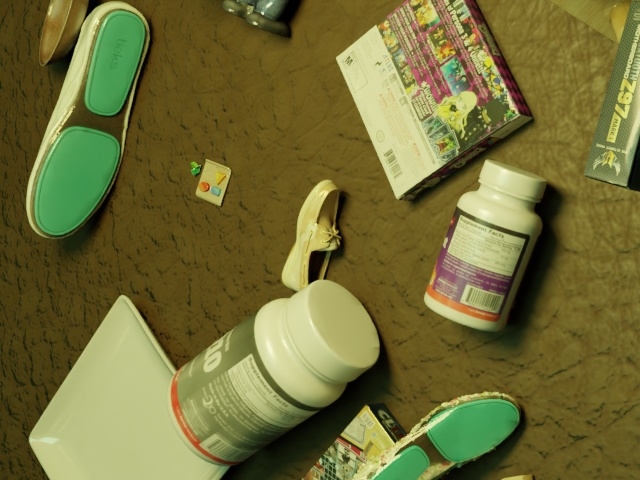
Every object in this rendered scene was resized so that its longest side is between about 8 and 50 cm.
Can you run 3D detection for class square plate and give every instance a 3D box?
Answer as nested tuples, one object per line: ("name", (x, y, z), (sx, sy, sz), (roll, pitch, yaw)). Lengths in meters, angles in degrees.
("square plate", (-0.298, 0.323, 1.886), (0.347, 0.049, 0.344), (50, 117, 30))

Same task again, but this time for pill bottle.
("pill bottle", (0.207, 0.004, 1.461), (0.108, 0.108, 0.193), (27, 103, 37))
("pill bottle", (-0.065, 0.180, 1.635), (0.283, 0.161, 0.161), (-38, 65, 31))

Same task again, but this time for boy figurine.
("boy figurine", (-0.051, -0.446, 1.713), (0.177, 0.092, 0.285), (32, 106, 36))

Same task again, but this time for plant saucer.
("plant saucer", (-0.425, -0.383, 2.007), (0.198, 0.036, 0.198), (-41, 41, 50))

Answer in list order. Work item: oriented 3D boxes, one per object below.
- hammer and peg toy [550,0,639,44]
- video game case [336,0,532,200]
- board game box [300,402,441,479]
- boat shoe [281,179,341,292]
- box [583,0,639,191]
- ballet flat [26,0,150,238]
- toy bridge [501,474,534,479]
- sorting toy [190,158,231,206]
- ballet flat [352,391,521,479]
("hammer and peg toy", (0.361, -0.388, 1.263), (0.361, 0.266, 0.127), (-47, 27, 33))
("video game case", (0.143, -0.202, 1.569), (0.210, 0.042, 0.232), (-36, 66, 32))
("board game box", (0.092, 0.359, 1.571), (0.165, 0.042, 0.243), (-51, 58, 24))
("boat shoe", (0.000, 0.000, 1.663), (0.059, 0.063, 0.170), (32, 116, 33))
("box", (0.381, -0.135, 1.249), (0.059, 0.233, 0.183), (22, 101, 44))
("ballet flat", (-0.386, -0.200, 1.959), (0.139, 0.139, 0.400), (25, 98, 37))
("toy bridge", (0.245, 0.383, 1.456), (0.063, 0.026, 0.188), (-18, 76, 39))
("sorting toy", (-0.175, -0.093, 1.838), (0.083, 0.012, 0.062), (23, 102, 37))
("ballet flat", (0.136, 0.256, 1.495), (0.241, 0.077, 0.091), (-31, 100, 0))
